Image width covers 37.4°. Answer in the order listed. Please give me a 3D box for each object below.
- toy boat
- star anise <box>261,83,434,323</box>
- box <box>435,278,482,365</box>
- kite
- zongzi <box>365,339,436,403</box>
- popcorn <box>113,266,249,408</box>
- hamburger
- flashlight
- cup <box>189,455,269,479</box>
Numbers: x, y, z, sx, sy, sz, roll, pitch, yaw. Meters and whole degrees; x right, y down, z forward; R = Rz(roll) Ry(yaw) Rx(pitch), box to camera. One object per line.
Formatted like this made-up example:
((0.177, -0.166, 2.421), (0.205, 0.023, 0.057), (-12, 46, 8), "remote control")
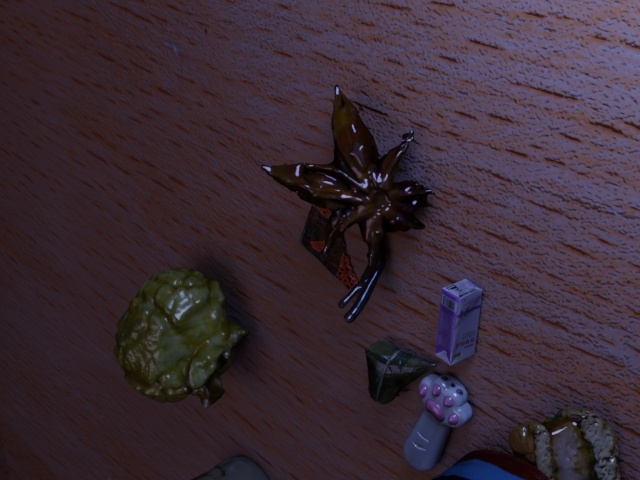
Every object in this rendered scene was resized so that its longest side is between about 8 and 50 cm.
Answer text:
((0.221, 0.357, 1.295), (0.392, 0.079, 0.136), (147, 111, -73), "toy boat")
((0.043, -0.040, 1.343), (0.237, 0.148, 0.346), (-3, 112, 6), "star anise")
((0.194, 0.115, 1.327), (0.036, 0.050, 0.117), (35, 135, 44), "box")
((0.001, 0.000, 1.536), (0.125, 0.008, 0.222), (-5, 106, 52), "kite")
((0.127, 0.220, 1.470), (0.119, 0.055, 0.109), (16, 124, 33), "zongzi")
((-0.270, 0.187, 1.800), (0.257, 0.224, 0.270), (-9, 96, 45), "popcorn")
((0.328, 0.340, 1.245), (0.131, 0.124, 0.262), (-158, 56, -74), "hamburger")
((0.171, 0.286, 1.452), (0.093, 0.047, 0.200), (43, 137, 27), "flashlight")
((-0.184, 0.573, 1.916), (0.255, 0.202, 0.173), (25, 127, 41), "cup")
